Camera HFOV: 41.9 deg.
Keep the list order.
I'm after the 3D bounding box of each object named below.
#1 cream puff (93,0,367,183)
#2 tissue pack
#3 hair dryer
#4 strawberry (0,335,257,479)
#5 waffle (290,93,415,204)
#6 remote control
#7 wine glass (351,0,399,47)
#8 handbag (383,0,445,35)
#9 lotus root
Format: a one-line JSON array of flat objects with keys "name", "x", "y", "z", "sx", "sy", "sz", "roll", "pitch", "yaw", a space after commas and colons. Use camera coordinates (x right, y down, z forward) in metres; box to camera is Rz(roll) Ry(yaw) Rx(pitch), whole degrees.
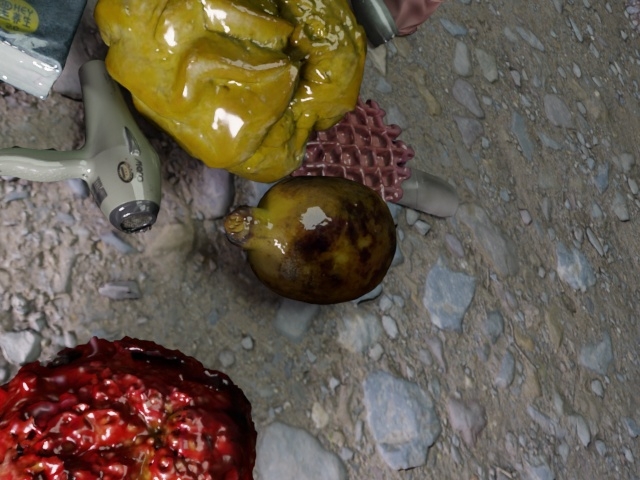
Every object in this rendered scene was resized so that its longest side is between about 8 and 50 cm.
[{"name": "cream puff", "x": -0.095, "y": -0.235, "z": 1.002, "sx": 0.323, "sy": 0.270, "sz": 0.274, "roll": 49, "pitch": 25, "yaw": -14}, {"name": "tissue pack", "x": -0.352, "y": -0.301, "z": 0.931, "sx": 0.185, "sy": 0.081, "sz": 0.257, "roll": 25, "pitch": 51, "yaw": -26}, {"name": "hair dryer", "x": -0.283, "y": -0.124, "z": 0.939, "sx": 0.225, "sy": 0.088, "sz": 0.218, "roll": 16, "pitch": 49, "yaw": -23}, {"name": "strawberry", "x": -0.168, "y": 0.209, "z": 0.740, "sx": 0.274, "sy": 0.221, "sz": 0.274, "roll": 30, "pitch": 47, "yaw": -37}, {"name": "waffle", "x": 0.042, "y": -0.134, "z": 1.269, "sx": 0.221, "sy": 0.055, "sz": 0.234, "roll": 43, "pitch": 53, "yaw": -11}, {"name": "remote control", "x": 0.158, "y": -0.093, "z": 1.394, "sx": 0.229, "sy": 0.044, "sz": 0.073, "roll": 17, "pitch": 60, "yaw": -40}, {"name": "wine glass", "x": 0.069, "y": -0.437, "z": 1.480, "sx": 0.198, "sy": 0.066, "sz": 0.066, "roll": 58, "pitch": 39, "yaw": -12}, {"name": "handbag", "x": 0.155, "y": -0.490, "z": 1.562, "sx": 0.205, "sy": 0.116, "sz": 0.179, "roll": -19, "pitch": 81, "yaw": -49}, {"name": "lotus root", "x": 0.000, "y": 0.000, "z": 1.080, "sx": 0.314, "sy": 0.142, "sz": 0.169, "roll": 2, "pitch": 97, "yaw": -50}]
